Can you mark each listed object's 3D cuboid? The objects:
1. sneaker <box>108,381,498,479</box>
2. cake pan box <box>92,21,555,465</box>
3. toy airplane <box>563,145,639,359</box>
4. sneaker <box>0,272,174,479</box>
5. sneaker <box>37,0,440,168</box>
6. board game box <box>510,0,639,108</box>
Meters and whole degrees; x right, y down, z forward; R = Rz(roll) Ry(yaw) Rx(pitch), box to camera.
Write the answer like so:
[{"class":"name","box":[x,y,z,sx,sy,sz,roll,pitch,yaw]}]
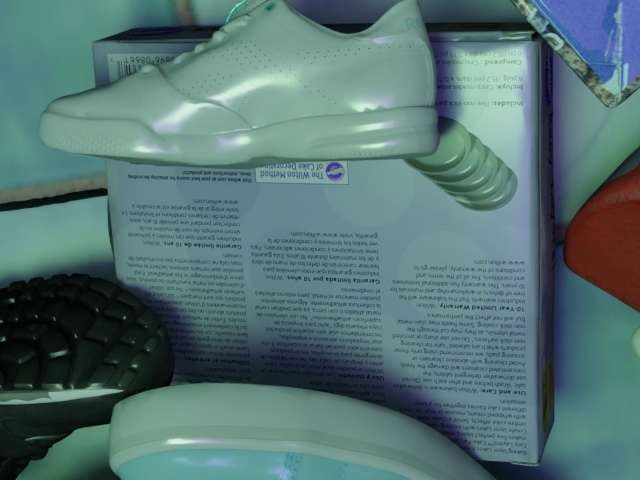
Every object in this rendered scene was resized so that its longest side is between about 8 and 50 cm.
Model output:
[{"class":"sneaker","box":[0.038,0.198,0.766,0.366,0.150,0.135,29,139,-27]},{"class":"cake pan box","box":[0.000,0.000,0.802,0.267,0.070,0.246,0,105,17]},{"class":"toy airplane","box":[0.308,-0.003,0.627,0.384,0.386,0.272,-20,116,10]},{"class":"sneaker","box":[-0.195,0.101,0.844,0.283,0.107,0.124,-4,123,29]},{"class":"sneaker","box":[-0.044,-0.085,0.723,0.212,0.080,0.094,-2,91,13]},{"class":"board game box","box":[0.159,-0.210,0.627,0.232,0.291,0.141,-42,98,15]}]
